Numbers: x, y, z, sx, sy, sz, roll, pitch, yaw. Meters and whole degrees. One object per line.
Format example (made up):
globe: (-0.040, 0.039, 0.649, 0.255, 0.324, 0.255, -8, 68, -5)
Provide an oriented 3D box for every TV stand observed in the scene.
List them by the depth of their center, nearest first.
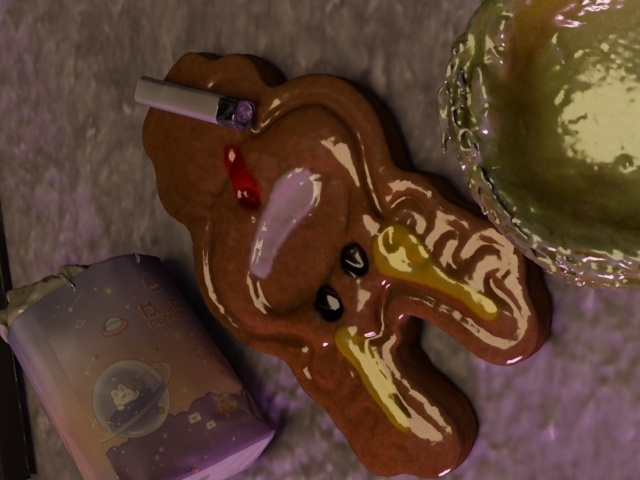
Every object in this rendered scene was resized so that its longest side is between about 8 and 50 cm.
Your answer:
TV stand: (-0.255, 0.050, 1.004, 0.049, 0.040, 0.257, -5, 94, 36)

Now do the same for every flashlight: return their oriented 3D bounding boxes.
flashlight: (-0.076, -0.083, 0.823, 0.083, 0.018, 0.018, 17, 97, 36)

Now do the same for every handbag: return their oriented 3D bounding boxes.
handbag: (-0.120, 0.083, 0.864, 0.173, 0.117, 0.095, 54, 142, 20)

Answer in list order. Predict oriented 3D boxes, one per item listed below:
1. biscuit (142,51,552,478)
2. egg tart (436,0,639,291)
biscuit: (-0.002, 0.000, 0.815, 0.295, 0.044, 0.186, 40, 115, 24)
egg tart: (0.157, -0.065, 0.668, 0.197, 0.078, 0.197, 7, 103, 34)
